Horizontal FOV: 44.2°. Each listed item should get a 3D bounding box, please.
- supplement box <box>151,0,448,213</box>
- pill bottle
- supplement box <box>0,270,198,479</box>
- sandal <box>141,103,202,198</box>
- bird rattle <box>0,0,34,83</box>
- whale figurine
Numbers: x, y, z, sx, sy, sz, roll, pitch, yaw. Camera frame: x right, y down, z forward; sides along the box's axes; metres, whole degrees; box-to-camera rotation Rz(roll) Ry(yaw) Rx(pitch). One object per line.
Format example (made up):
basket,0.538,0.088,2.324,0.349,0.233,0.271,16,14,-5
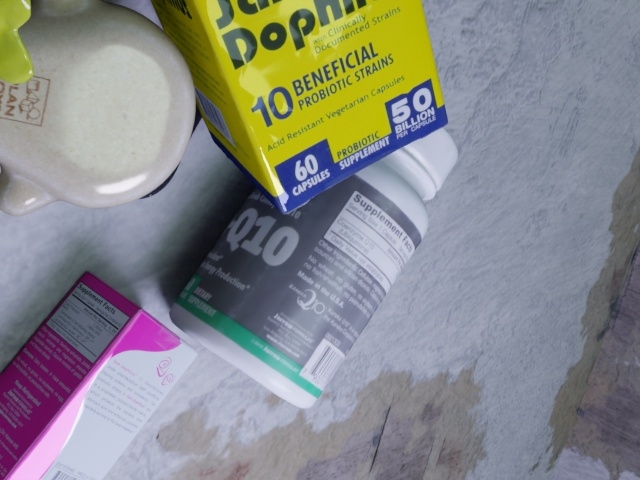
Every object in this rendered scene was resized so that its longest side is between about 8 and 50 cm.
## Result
supplement box,-0.044,-0.240,0.710,0.194,0.195,0.356,-30,128,-12
pill bottle,0.000,0.000,0.949,0.361,0.204,0.204,-56,141,-10
supplement box,-0.253,0.161,0.825,0.220,0.114,0.111,-52,140,-13
sandal,-0.168,-0.116,0.832,0.179,0.040,0.067,-62,150,-25
bird rattle,-0.323,-0.175,0.510,0.207,0.143,0.253,-34,104,7
whale figurine,-0.248,-0.130,0.677,0.272,0.141,0.216,8,106,-25
